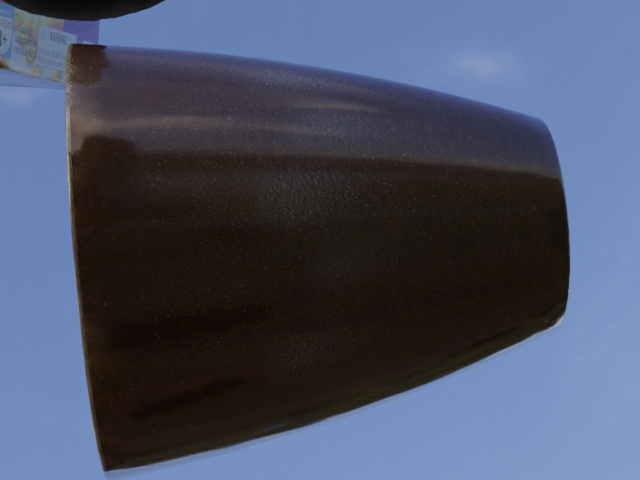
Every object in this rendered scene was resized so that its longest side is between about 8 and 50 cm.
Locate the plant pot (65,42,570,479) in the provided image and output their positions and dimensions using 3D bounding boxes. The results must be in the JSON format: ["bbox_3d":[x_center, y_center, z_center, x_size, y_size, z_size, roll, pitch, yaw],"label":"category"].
[{"bbox_3d":[0.000,0.000,0.860,0.231,0.215,0.215,-5,-47,-4],"label":"plant pot"}]

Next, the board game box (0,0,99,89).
[{"bbox_3d":[-0.202,-0.227,0.934,0.142,0.275,0.144,4,1,17],"label":"board game box"}]

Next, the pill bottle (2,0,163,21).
[{"bbox_3d":[-0.089,-0.173,0.583,0.123,0.219,0.122,-7,-48,-8],"label":"pill bottle"}]
